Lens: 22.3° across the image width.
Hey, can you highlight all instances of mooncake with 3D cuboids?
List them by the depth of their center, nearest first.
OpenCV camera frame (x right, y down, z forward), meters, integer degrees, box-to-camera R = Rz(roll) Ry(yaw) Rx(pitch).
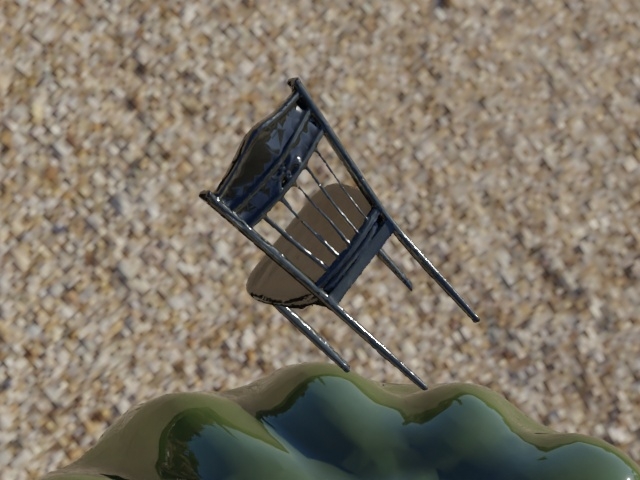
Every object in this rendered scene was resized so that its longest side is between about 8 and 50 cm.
[{"bbox_3d":[0.000,0.203,0.620,0.351,0.187,0.351,1,42,-1],"label":"mooncake"}]

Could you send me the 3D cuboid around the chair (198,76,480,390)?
[{"bbox_3d":[-0.001,-0.001,0.392,0.037,0.042,0.086,-52,124,-15],"label":"chair"}]
